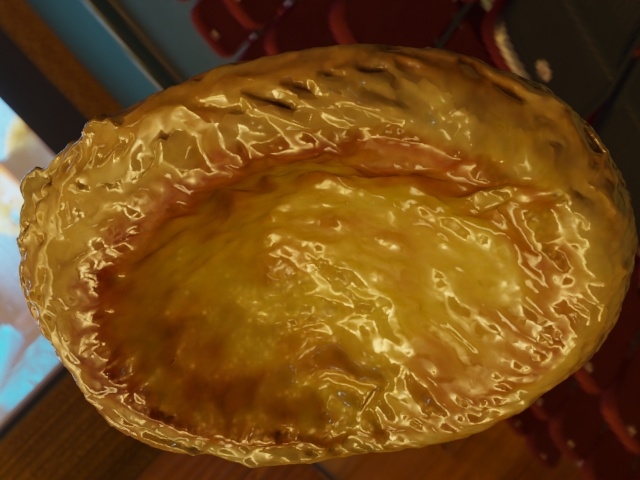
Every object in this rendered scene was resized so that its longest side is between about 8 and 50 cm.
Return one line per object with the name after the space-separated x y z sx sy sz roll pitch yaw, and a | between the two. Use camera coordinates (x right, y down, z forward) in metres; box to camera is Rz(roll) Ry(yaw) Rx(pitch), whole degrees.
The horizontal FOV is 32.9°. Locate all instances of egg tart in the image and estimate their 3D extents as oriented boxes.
0.000 0.000 0.570 0.319 0.319 0.128 56 -157 -43 | egg tart
